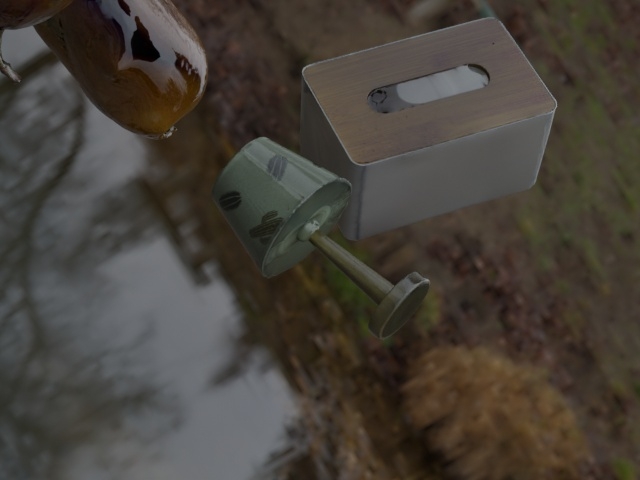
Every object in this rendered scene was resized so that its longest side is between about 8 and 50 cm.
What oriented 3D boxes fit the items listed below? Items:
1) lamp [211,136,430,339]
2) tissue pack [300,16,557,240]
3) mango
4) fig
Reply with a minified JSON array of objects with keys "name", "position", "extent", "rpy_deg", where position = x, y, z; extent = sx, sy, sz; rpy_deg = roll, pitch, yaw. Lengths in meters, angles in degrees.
[{"name":"lamp","position":[0.000,0.000,1.576],"extent":[0.215,0.121,0.121],"rpy_deg":[40,7,16]},{"name":"tissue pack","position":[0.114,-0.124,1.889],"extent":[0.136,0.246,0.159],"rpy_deg":[95,-28,-51]},{"name":"mango","position":[-0.242,-0.243,2.029],"extent":[0.287,0.153,0.201],"rpy_deg":[49,18,-45]},{"name":"fig","position":[-0.316,-0.282,1.719],"extent":[0.148,0.202,0.149],"rpy_deg":[17,55,-39]}]
